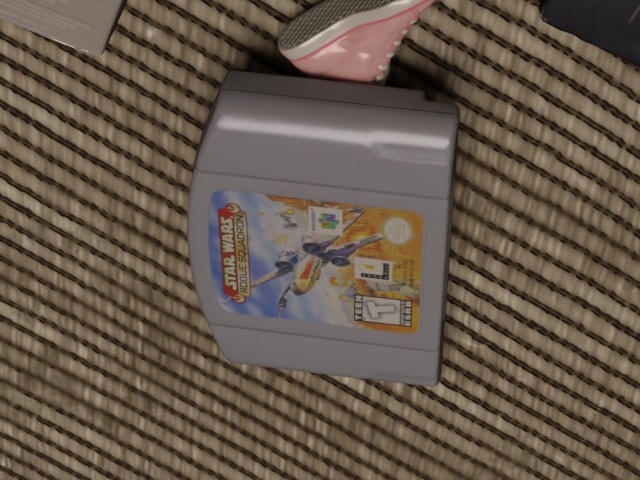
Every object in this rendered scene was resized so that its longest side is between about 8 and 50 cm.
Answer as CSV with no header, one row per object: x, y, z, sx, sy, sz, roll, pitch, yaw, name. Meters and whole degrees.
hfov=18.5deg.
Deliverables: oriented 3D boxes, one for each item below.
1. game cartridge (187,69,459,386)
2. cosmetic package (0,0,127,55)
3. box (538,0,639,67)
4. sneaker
0.000,0.000,1.479,0.198,0.062,0.297,3,139,4,game cartridge
-0.140,-0.255,1.286,0.107,0.127,0.238,20,127,-5,cosmetic package
0.430,-0.257,0.977,0.472,0.297,0.480,23,130,-7,box
0.043,-0.147,1.386,0.134,0.051,0.070,-25,126,26,sneaker
